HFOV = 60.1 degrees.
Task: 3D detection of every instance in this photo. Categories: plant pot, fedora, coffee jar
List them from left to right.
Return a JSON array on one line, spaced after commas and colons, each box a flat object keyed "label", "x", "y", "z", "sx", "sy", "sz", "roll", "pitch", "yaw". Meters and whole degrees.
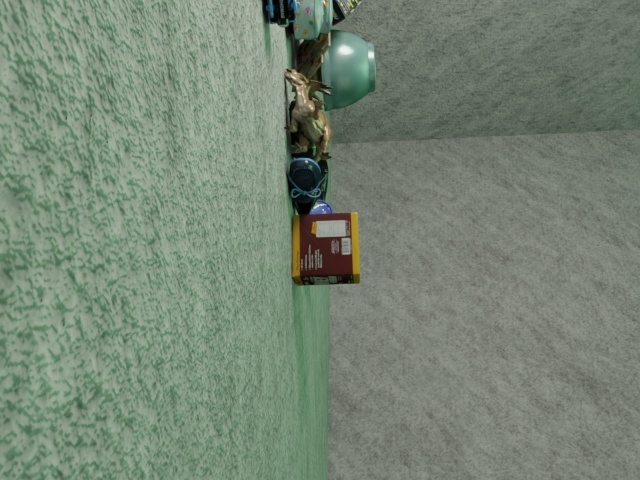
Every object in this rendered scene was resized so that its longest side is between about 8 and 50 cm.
[{"label": "coffee jar", "x": -0.050, "y": -0.336, "z": 1.698, "sx": 0.096, "sy": 0.079, "sz": 0.184, "roll": -49, "pitch": 137, "yaw": -85}, {"label": "fedora", "x": -0.036, "y": -0.644, "z": 2.058, "sx": 0.194, "sy": 0.079, "sz": 0.194, "roll": -4, "pitch": 90, "yaw": -88}, {"label": "plant pot", "x": 0.102, "y": -0.630, "z": 2.034, "sx": 0.293, "sy": 0.196, "sz": 0.293, "roll": -3, "pitch": 90, "yaw": -88}]

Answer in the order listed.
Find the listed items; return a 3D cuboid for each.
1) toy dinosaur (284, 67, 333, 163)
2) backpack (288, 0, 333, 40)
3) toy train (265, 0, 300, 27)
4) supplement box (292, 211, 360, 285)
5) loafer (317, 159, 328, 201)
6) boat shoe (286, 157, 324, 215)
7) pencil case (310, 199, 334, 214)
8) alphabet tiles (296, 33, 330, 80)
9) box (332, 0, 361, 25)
[{"label": "toy dinosaur", "x": -0.018, "y": -0.345, "z": 1.602, "sx": 0.200, "sy": 0.127, "sz": 0.295, "roll": -72, "pitch": 153, "yaw": -54}, {"label": "backpack", "x": -0.034, "y": -0.695, "z": 1.684, "sx": 0.188, "sy": 0.144, "sz": 0.165, "roll": -78, "pitch": 171, "yaw": -62}, {"label": "toy train", "x": -0.094, "y": -0.580, "z": 1.255, "sx": 0.105, "sy": 0.080, "sz": 0.184, "roll": -108, "pitch": -169, "yaw": -70}, {"label": "supplement box", "x": 0.018, "y": 0.029, "z": 1.657, "sx": 0.129, "sy": 0.194, "sz": 0.191, "roll": 75, "pitch": 13, "yaw": -73}, {"label": "loafer", "x": -0.007, "y": -0.243, "z": 2.345, "sx": 0.078, "sy": 0.076, "sz": 0.223, "roll": 95, "pitch": -1, "yaw": -80}, {"label": "boat shoe", "x": -0.037, "y": -0.146, "z": 1.614, "sx": 0.258, "sy": 0.109, "sz": 0.089, "roll": 74, "pitch": 18, "yaw": -65}, {"label": "pencil case", "x": 0.000, "y": 0.000, "z": 1.924, "sx": 0.133, "sy": 0.119, "sz": 0.306, "roll": 55, "pitch": -17, "yaw": 37}, {"label": "alphabet tiles", "x": -0.026, "y": -0.633, "z": 1.845, "sx": 0.198, "sy": 0.009, "sz": 0.237, "roll": -39, "pitch": -140, "yaw": 44}, {"label": "box", "x": 0.026, "y": -0.866, "z": 1.806, "sx": 0.270, "sy": 0.060, "sz": 0.216, "roll": 54, "pitch": 39, "yaw": -24}]
